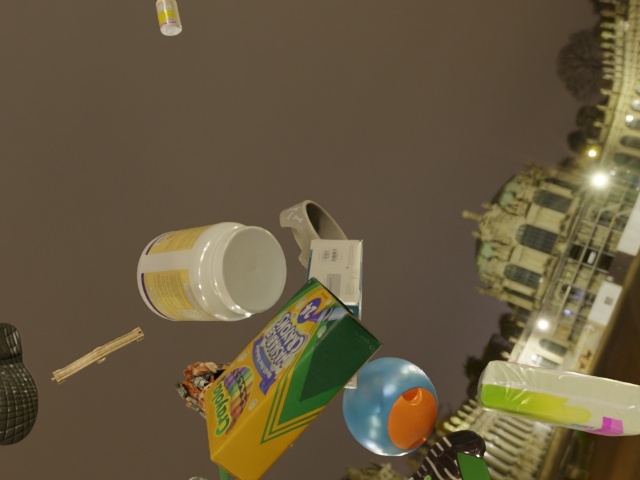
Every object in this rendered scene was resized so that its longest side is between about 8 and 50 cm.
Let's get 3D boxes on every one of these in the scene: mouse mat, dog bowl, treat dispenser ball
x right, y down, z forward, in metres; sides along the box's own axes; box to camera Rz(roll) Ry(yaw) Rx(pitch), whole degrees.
[{"bbox_3d":[0.308,0.500,1.080,0.153,0.007,0.189,34,-141,-45],"label":"mouse mat"},{"bbox_3d":[0.000,0.000,2.118,0.102,0.348,0.349,-36,-21,17],"label":"dog bowl"},{"bbox_3d":[0.211,0.502,1.737,0.288,0.288,0.288,-42,-36,-41],"label":"treat dispenser ball"}]

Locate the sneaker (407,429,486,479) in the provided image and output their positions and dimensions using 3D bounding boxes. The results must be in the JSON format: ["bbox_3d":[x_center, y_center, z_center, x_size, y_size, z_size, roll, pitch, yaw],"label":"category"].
[{"bbox_3d":[0.325,0.586,1.427,0.281,0.106,0.163,-47,-48,14],"label":"sneaker"}]

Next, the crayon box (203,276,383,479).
[{"bbox_3d":[-0.071,0.219,0.869,0.083,0.203,0.323,43,-92,-18],"label":"crayon box"}]

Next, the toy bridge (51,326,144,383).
[{"bbox_3d":[-0.440,0.228,1.136,0.188,0.026,0.063,-28,-5,-29],"label":"toy bridge"}]

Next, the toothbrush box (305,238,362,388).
[{"bbox_3d":[0.035,0.174,1.349,0.216,0.126,0.295,-83,-8,-48],"label":"toothbrush box"}]

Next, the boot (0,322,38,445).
[{"bbox_3d":[-0.615,0.295,1.100,0.084,0.246,0.161,3,-38,-41],"label":"boot"}]

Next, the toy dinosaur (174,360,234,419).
[{"bbox_3d":[-0.218,0.315,1.249,0.219,0.322,0.164,16,-70,-28],"label":"toy dinosaur"}]

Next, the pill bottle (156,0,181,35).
[{"bbox_3d":[-0.318,-0.475,1.191,0.043,0.043,0.083,-1,-102,-62],"label":"pill bottle"}]

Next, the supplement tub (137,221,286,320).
[{"bbox_3d":[-0.273,0.081,1.429,0.241,0.331,0.240,8,-101,-48],"label":"supplement tub"}]

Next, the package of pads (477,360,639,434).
[{"bbox_3d":[0.479,0.325,1.178,0.229,0.297,0.101,57,-136,-68],"label":"package of pads"}]

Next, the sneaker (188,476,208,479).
[{"bbox_3d":[-0.217,0.597,1.211,0.124,0.295,0.178,17,-63,-33],"label":"sneaker"}]
